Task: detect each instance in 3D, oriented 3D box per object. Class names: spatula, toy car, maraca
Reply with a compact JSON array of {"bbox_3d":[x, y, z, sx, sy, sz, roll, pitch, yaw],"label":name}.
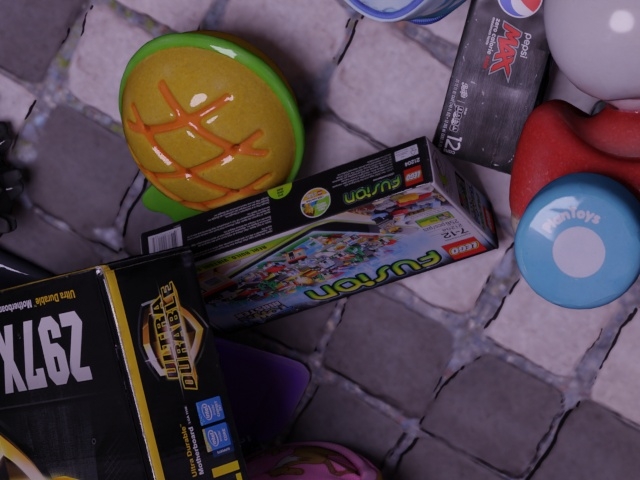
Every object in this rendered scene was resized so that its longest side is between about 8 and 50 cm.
[{"bbox_3d":[-0.154,0.060,1.396,0.296,0.030,0.084,27,121,5],"label":"spatula"},{"bbox_3d":[0.210,-0.103,1.143,0.210,0.219,0.238,-1,105,15],"label":"toy car"},{"bbox_3d":[-0.071,-0.062,1.299,0.127,0.099,0.185,15,138,14],"label":"maraca"}]

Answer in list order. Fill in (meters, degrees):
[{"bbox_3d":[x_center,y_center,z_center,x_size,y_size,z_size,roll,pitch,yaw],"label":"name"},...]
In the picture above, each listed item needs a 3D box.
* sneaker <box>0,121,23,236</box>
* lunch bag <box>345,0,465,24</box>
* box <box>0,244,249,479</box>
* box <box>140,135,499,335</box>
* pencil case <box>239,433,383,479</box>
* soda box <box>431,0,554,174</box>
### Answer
[{"bbox_3d":[-0.316,-0.099,1.348,0.135,0.097,0.276,-34,96,22],"label":"sneaker"},{"bbox_3d":[0.039,-0.246,1.176,0.176,0.090,0.219,-45,74,25],"label":"lunch bag"},{"bbox_3d":[-0.172,0.153,1.303,0.322,0.079,0.257,-12,90,50],"label":"box"},{"bbox_3d":[0.000,0.000,1.293,0.207,0.114,0.036,-19,61,21],"label":"box"},{"bbox_3d":[-0.004,0.334,1.387,0.167,0.160,0.386,7,116,50],"label":"pencil case"},{"bbox_3d":[0.121,-0.131,1.243,0.060,0.053,0.169,17,113,8],"label":"soda box"}]
